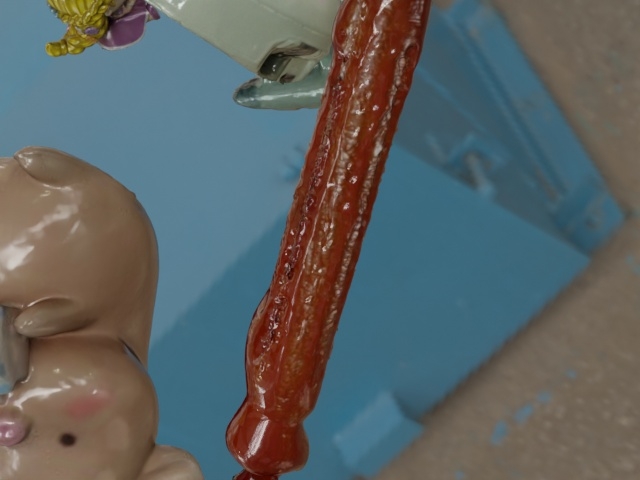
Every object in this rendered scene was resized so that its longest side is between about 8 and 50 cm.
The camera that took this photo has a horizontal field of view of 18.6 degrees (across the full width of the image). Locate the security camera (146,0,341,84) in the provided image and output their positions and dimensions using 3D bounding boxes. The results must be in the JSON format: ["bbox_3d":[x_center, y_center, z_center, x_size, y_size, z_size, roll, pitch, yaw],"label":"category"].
[{"bbox_3d":[-0.029,-0.253,1.380,0.236,0.194,0.194,-56,43,9],"label":"security camera"}]

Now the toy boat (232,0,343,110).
[{"bbox_3d":[-0.003,-0.188,1.858,0.207,0.134,0.079,-10,23,17],"label":"toy boat"}]

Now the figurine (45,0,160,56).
[{"bbox_3d":[-0.237,-0.239,1.864,0.115,0.156,0.095,-38,57,-2],"label":"figurine"}]

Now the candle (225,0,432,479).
[{"bbox_3d":[0.000,0.000,1.037,0.051,0.048,0.329,19,111,9],"label":"candle"}]

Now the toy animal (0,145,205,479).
[{"bbox_3d":[-0.198,0.075,1.445,0.195,0.213,0.256,1,80,20],"label":"toy animal"}]
